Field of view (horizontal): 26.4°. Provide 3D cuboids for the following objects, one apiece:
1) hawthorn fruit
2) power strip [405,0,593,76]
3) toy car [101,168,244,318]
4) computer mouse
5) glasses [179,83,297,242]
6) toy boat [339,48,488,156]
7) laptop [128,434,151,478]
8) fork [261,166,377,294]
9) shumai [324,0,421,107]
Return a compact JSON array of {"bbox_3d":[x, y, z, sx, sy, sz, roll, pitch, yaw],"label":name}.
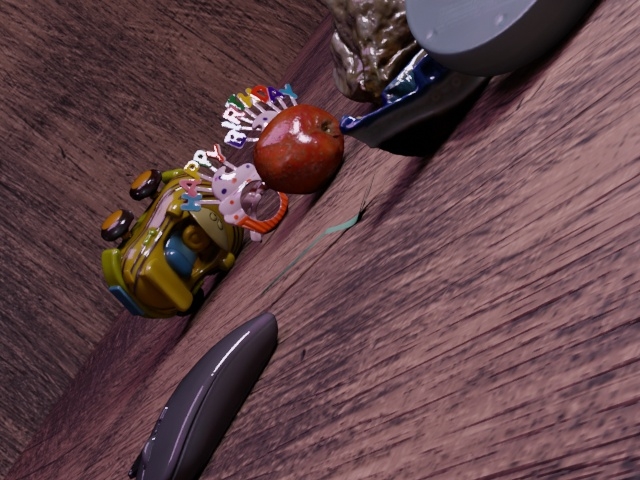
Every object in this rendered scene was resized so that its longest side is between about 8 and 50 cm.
[{"bbox_3d":[-0.026,-0.116,1.771,0.128,0.128,0.128,-51,9,11],"label":"hawthorn fruit"},{"bbox_3d":[0.169,-0.226,1.179,0.253,0.054,0.168,-11,61,50],"label":"power strip"},{"bbox_3d":[-0.210,0.002,2.069,0.142,0.200,0.248,-6,46,48],"label":"toy car"},{"bbox_3d":[-0.118,0.161,1.341,0.232,0.057,0.120,-58,9,-30],"label":"computer mouse"},{"bbox_3d":[-0.098,-0.113,1.967,0.255,0.162,0.095,-57,6,-24],"label":"glasses"},{"bbox_3d":[0.110,-0.192,1.333,0.262,0.115,0.114,-56,9,-17],"label":"toy boat"},{"bbox_3d":[-0.154,0.195,1.534,0.180,0.016,0.129,-40,17,52],"label":"laptop"},{"bbox_3d":[0.002,0.001,1.466,0.235,0.021,0.039,-47,7,42],"label":"fork"},{"bbox_3d":[0.055,-0.312,1.846,0.218,0.185,0.184,-55,9,-14],"label":"shumai"}]
